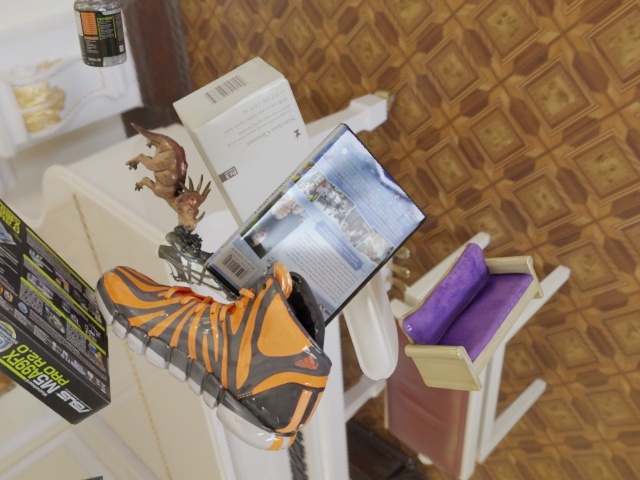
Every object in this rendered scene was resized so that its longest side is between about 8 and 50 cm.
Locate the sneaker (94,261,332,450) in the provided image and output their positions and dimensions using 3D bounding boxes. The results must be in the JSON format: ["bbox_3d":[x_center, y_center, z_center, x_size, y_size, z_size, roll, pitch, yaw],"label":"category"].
[{"bbox_3d":[-0.116,0.083,0.785,0.321,0.124,0.180,33,102,16],"label":"sneaker"}]

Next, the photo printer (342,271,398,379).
[{"bbox_3d":[0.134,0.203,1.775,0.107,0.256,0.307,-14,109,11],"label":"photo printer"}]

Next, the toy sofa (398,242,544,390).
[{"bbox_3d":[0.348,0.157,1.486,0.150,0.362,0.177,-6,118,48],"label":"toy sofa"}]

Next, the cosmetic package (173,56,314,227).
[{"bbox_3d":[-0.126,-0.163,1.411,0.156,0.217,0.385,48,168,49],"label":"cosmetic package"}]

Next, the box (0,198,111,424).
[{"bbox_3d":[-0.373,0.076,0.829,0.270,0.060,0.216,58,-178,-38],"label":"box"}]

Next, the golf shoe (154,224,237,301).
[{"bbox_3d":[-0.251,0.060,1.342,0.094,0.077,0.198,-34,109,21],"label":"golf shoe"}]

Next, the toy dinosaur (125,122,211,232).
[{"bbox_3d":[-0.386,-0.179,1.719,0.200,0.127,0.296,5,119,34],"label":"toy dinosaur"}]

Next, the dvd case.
[{"bbox_3d":[0.000,0.000,0.852,0.180,0.253,0.022,45,176,-23],"label":"dvd case"}]

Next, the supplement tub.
[{"bbox_3d":[-0.571,-0.555,1.699,0.117,0.117,0.190,28,129,37],"label":"supplement tub"}]

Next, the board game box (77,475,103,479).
[{"bbox_3d":[-0.448,0.506,1.200,0.186,0.026,0.126,61,-159,-74],"label":"board game box"}]
